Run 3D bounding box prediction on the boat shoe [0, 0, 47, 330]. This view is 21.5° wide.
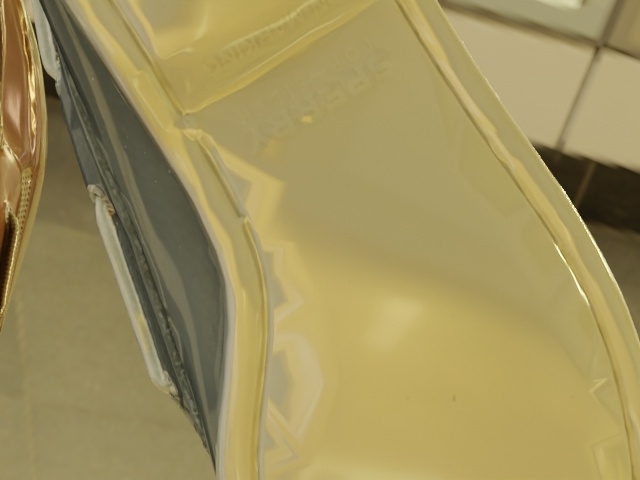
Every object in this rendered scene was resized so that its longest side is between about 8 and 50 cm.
[{"bbox_3d":[-0.174,-0.004,0.692,0.123,0.324,0.116,3,-14,-12],"label":"boat shoe"}]

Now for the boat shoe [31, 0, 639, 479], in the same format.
[{"bbox_3d":[0.000,0.000,0.458,0.116,0.319,0.099,-25,8,-10],"label":"boat shoe"}]
